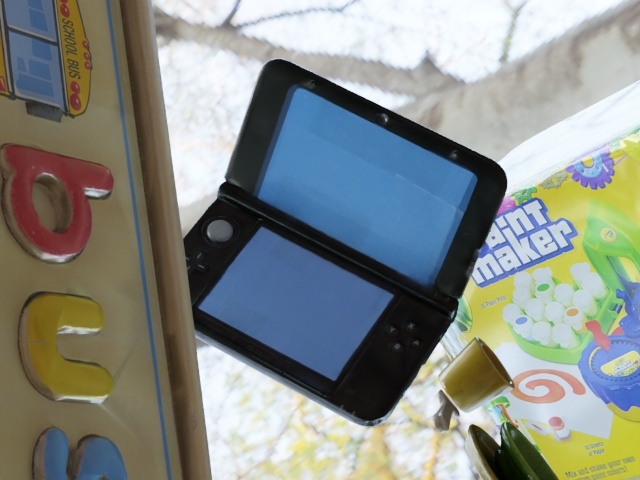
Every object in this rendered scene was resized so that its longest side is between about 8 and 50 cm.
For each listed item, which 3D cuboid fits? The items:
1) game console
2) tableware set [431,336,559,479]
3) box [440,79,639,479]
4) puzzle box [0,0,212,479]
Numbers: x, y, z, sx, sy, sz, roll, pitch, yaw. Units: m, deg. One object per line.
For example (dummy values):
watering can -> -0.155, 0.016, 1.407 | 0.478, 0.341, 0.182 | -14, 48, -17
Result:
game console -> 0.000, 0.000, 0.676 | 0.122, 0.071, 0.107 | 27, -122, 16
tableware set -> 0.094, 0.100, 0.547 | 0.154, 0.024, 0.104 | 51, -170, -1
box -> 0.241, 0.042, 0.924 | 0.177, 0.290, 0.279 | -37, -84, -37
puzzle box -> -0.146, -0.079, 0.459 | 0.272, 0.052, 0.409 | 12, -114, -58
